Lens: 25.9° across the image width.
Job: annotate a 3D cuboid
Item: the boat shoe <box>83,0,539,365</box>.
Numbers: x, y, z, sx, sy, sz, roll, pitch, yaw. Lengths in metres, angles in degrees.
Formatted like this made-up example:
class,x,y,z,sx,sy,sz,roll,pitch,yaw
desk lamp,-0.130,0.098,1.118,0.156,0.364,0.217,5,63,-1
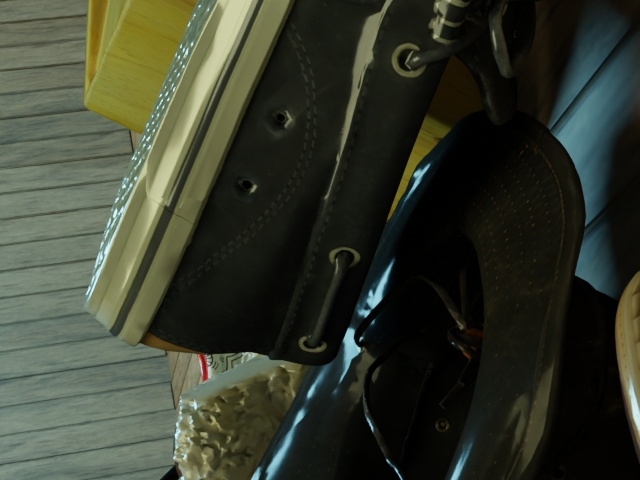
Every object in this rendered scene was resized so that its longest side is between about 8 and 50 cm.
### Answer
class,x,y,z,sx,sy,sz,roll,pitch,yaw
boat shoe,0.037,-0.135,0.668,0.187,0.156,0.500,-87,21,-60

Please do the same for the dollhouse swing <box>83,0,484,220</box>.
class,x,y,z,sx,sy,sz,roll,pitch,yaw
dollhouse swing,-0.012,-0.224,0.973,0.305,0.315,0.347,-67,10,-13

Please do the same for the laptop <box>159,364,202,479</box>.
class,x,y,z,sx,sy,sz,roll,pitch,yaw
laptop,-0.148,0.324,1.634,0.408,0.236,0.382,-42,-48,-49

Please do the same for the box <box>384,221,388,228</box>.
class,x,y,z,sx,sy,sz,roll,pitch,yaw
box,0.049,-0.006,1.126,0.067,0.018,0.083,169,94,-78

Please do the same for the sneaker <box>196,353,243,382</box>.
class,x,y,z,sx,sy,sz,roll,pitch,yaw
sneaker,-0.081,0.026,1.442,0.090,0.145,0.270,173,90,-78

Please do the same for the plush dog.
class,x,y,z,sx,sy,sz,roll,pitch,yaw
plush dog,0.039,0.161,1.003,0.262,0.211,0.225,-55,-51,-66

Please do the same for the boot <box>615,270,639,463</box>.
class,x,y,z,sx,sy,sz,roll,pitch,yaw
boot,0.157,0.155,0.555,0.207,0.090,0.248,103,152,-54

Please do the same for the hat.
class,x,y,z,sx,sy,sz,roll,pitch,yaw
hat,0.082,0.107,0.716,0.331,0.134,0.331,-55,22,35
